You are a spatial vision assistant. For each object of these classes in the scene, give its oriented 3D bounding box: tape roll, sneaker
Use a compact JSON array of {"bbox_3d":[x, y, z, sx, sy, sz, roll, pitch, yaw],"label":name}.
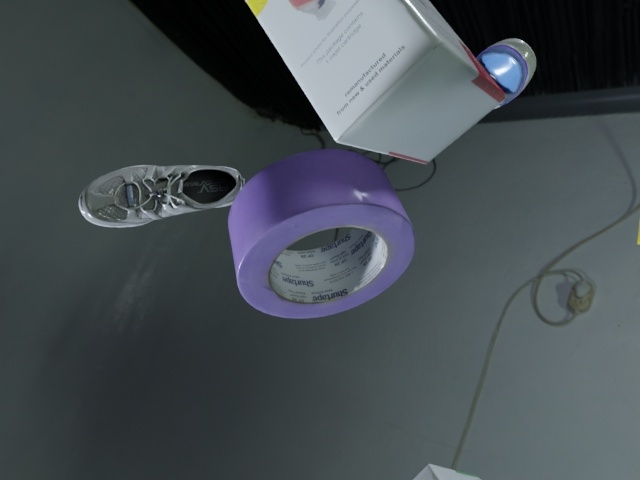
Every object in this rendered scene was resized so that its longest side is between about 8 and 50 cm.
[{"bbox_3d":[0.000,0.000,0.503,0.189,0.189,0.080,-31,50,14],"label":"tape roll"},{"bbox_3d":[-0.264,-0.092,0.803,0.282,0.105,0.115,-15,4,-20],"label":"sneaker"},{"bbox_3d":[0.324,-0.306,1.092,0.236,0.130,0.323,-44,6,-15],"label":"sneaker"}]

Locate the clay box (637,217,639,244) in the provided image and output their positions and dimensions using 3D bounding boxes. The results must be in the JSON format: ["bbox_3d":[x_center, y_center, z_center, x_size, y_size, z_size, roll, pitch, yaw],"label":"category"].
[{"bbox_3d":[0.551,-0.095,0.680,0.128,0.053,0.221,9,78,20],"label":"clay box"}]

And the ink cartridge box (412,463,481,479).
[{"bbox_3d":[0.175,0.549,0.820,0.289,0.211,0.121,-49,42,8],"label":"ink cartridge box"}]

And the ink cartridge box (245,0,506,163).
[{"bbox_3d":[0.054,-0.315,0.663,0.160,0.279,0.384,-41,70,31],"label":"ink cartridge box"}]
